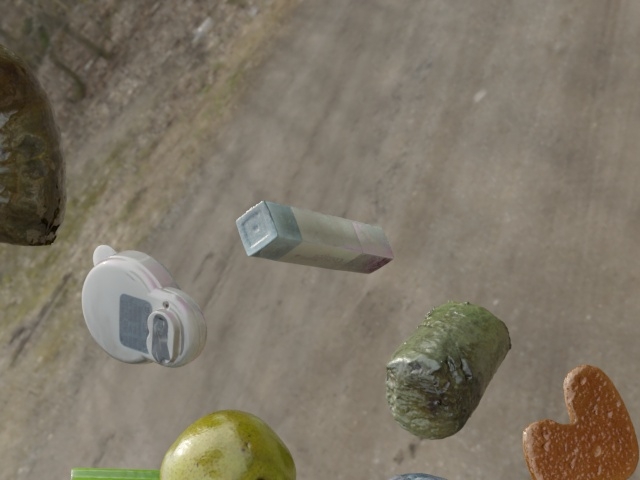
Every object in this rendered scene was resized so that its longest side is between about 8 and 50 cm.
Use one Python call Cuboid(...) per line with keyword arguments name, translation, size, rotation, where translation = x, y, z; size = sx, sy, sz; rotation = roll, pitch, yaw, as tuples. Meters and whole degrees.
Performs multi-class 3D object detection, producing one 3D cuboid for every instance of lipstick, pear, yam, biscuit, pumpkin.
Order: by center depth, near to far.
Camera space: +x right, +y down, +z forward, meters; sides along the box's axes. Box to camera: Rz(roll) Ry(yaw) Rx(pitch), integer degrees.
Cuboid(name="pumpkin", translation=(-0.440, -0.131, 1.052), size=(0.242, 0.325, 0.232), rotation=(-130, 54, -66))
Cuboid(name="pear", translation=(-0.132, 0.338, 1.326), size=(0.198, 0.198, 0.198), rotation=(-34, 35, 28))
Cuboid(name="biscuit", translation=(0.390, 0.297, 1.417), size=(0.192, 0.186, 0.036), rotation=(-18, -12, -19))
Cuboid(name="lipstick", translation=(0.000, 0.000, 1.490), size=(0.066, 0.317, 0.068), rotation=(-35, 64, 29))
Cuboid(name="yam", translation=(0.251, 0.253, 1.869), size=(0.195, 0.195, 0.300), rotation=(-26, 9, 36))

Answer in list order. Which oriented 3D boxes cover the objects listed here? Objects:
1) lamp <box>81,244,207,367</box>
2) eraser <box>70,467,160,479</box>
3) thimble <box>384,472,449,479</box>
Cuboid(name="lamp", translation=(-0.266, 0.109, 1.436), size=(0.246, 0.179, 0.108), rotation=(20, 28, 33))
Cuboid(name="eraser", translation=(-0.283, 0.461, 1.545), size=(0.210, 0.274, 0.092), rotation=(-127, 43, -69))
Cuboid(name="thimble", translation=(0.167, 0.480, 1.463), size=(0.205, 0.236, 0.172), rotation=(-55, -10, -24))
